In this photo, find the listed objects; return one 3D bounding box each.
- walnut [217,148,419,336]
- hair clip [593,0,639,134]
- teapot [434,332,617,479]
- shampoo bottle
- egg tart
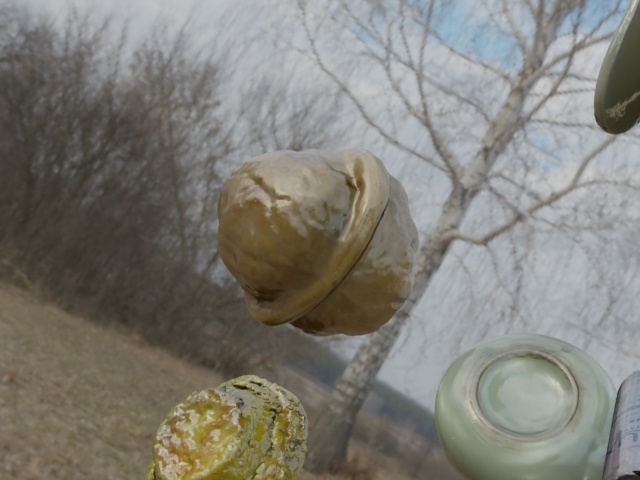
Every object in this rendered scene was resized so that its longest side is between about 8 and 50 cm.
[{"bbox_3d":[0.000,0.000,1.317,0.296,0.285,0.285,35,-7,-21],"label":"walnut"},{"bbox_3d":[0.325,-0.196,0.860,0.113,0.282,0.172,0,-36,32],"label":"hair clip"},{"bbox_3d":[0.263,0.245,1.039,0.149,0.219,0.318,75,-12,-50],"label":"teapot"},{"bbox_3d":[0.245,0.168,0.701,0.072,0.072,0.214,30,27,9],"label":"shampoo bottle"},{"bbox_3d":[-0.161,0.321,1.434,0.294,0.294,0.123,25,-18,48],"label":"egg tart"}]
